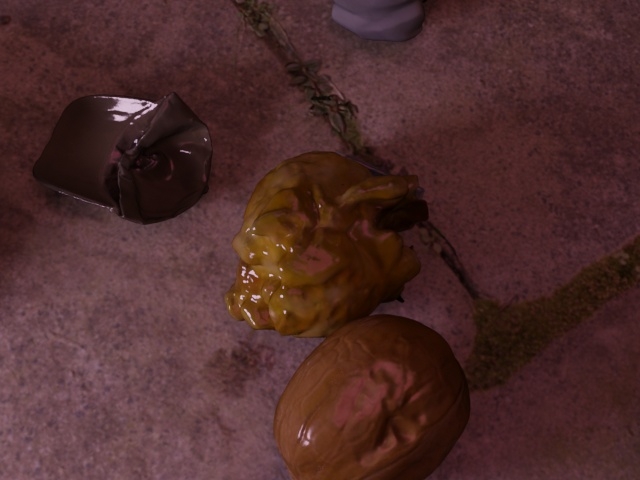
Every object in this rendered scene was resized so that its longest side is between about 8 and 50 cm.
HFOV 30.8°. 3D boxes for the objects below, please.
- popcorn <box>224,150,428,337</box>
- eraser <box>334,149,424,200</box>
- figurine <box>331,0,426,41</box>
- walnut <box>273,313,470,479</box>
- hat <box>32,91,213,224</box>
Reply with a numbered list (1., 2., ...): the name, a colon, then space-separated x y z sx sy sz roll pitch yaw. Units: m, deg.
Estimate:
1. popcorn: 0.002 -0.003 1.330 0.254 0.191 0.190 -25 48 -20
2. eraser: 0.066 -0.068 1.427 0.122 0.052 0.029 24 68 2
3. figurine: 0.106 -0.364 1.482 0.133 0.176 0.236 24 61 32
4. walnut: 0.056 0.188 1.264 0.193 0.193 0.225 41 81 9
5. hat: -0.237 -0.091 1.403 0.173 0.144 0.166 4 63 42
